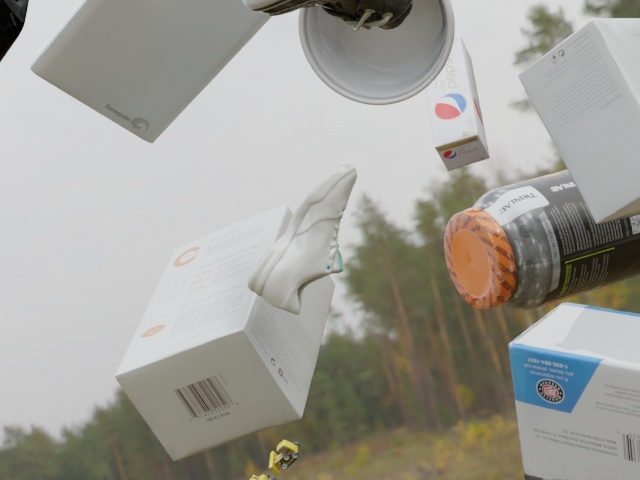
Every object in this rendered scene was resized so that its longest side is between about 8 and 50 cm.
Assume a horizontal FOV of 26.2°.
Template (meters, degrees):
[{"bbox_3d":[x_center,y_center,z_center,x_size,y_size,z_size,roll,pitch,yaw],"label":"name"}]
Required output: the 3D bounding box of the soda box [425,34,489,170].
[{"bbox_3d":[0.212,-0.220,2.187,0.074,0.216,0.069,-17,-37,16],"label":"soda box"}]

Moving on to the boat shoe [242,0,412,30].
[{"bbox_3d":[0.052,-0.262,1.400,0.301,0.102,0.108,-25,18,-35],"label":"boat shoe"}]

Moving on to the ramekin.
[{"bbox_3d":[0.082,-0.292,1.836,0.207,0.207,0.109,-18,14,19],"label":"ramekin"}]

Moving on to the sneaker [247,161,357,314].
[{"bbox_3d":[0.000,0.000,1.806,0.212,0.094,0.080,-55,-10,-2],"label":"sneaker"}]

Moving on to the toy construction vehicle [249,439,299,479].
[{"bbox_3d":[-0.070,0.301,1.727,0.098,0.035,0.086,-47,18,28],"label":"toy construction vehicle"}]

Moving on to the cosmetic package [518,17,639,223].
[{"bbox_3d":[0.408,-0.157,1.778,0.224,0.224,0.138,-10,-22,-49],"label":"cosmetic package"}]

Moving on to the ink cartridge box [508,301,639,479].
[{"bbox_3d":[0.351,0.245,1.544,0.223,0.307,0.129,8,26,38],"label":"ink cartridge box"}]

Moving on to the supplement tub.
[{"bbox_3d":[0.361,-0.006,2.110,0.316,0.193,0.193,-15,-7,-26],"label":"supplement tub"}]

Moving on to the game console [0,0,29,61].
[{"bbox_3d":[-0.412,-0.347,1.767,0.044,0.361,0.213,21,-39,-27],"label":"game console"}]

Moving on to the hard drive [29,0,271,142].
[{"bbox_3d":[-0.244,-0.323,2.082,0.233,0.047,0.353,32,-58,-27],"label":"hard drive"}]

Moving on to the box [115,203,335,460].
[{"bbox_3d":[-0.129,0.128,2.020,0.215,0.168,0.345,-21,25,21],"label":"box"}]
